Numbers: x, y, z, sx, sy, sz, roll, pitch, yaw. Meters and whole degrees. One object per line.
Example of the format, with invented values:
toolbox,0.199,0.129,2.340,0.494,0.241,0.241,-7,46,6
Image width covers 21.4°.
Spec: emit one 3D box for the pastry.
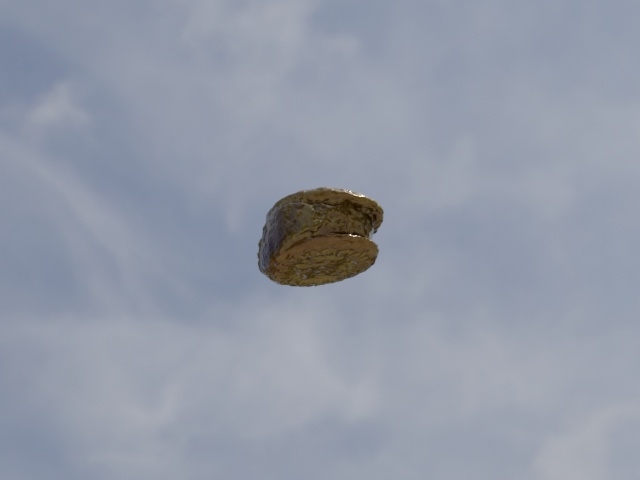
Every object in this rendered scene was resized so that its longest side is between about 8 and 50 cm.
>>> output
pastry,0.000,0.000,1.371,0.109,0.057,0.097,-12,-26,17
